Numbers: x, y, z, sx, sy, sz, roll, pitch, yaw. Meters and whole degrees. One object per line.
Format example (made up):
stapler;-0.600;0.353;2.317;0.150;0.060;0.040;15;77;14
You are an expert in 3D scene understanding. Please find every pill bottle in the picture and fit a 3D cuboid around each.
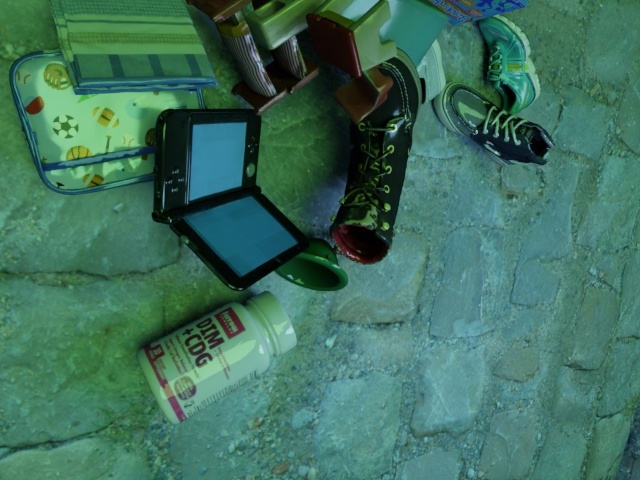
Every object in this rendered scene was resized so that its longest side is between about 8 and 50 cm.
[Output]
pill bottle;-0.201;0.223;0.940;0.283;0.160;0.161;-27;113;-22

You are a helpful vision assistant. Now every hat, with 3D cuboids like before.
hat;0.000;0.000;1.050;0.209;0.172;0.184;66;35;-58

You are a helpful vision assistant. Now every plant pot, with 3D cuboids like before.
plant pot;0.082;-0.422;0.887;0.234;0.166;0.166;1;135;-44

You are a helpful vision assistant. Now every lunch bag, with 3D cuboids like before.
lunch bag;-0.335;-0.206;0.801;0.303;0.115;0.243;-16;110;-24

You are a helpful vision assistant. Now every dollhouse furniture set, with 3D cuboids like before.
dollhouse furniture set;-0.045;-0.291;0.754;0.152;0.374;0.201;-36;139;-9

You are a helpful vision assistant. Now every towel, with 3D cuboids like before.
towel;-0.300;-0.331;0.732;0.209;0.285;0.034;-13;152;-27

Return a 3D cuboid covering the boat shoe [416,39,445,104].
boat shoe;0.222;-0.392;1.055;0.081;0.079;0.227;-50;145;-3

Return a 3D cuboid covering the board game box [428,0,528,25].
board game box;0.324;-0.549;1.032;0.160;0.210;0.047;15;94;-30

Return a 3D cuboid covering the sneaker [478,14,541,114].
sneaker;0.477;-0.451;1.207;0.110;0.107;0.275;-38;115;-2

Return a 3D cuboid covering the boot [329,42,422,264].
boot;0.101;-0.144;0.904;0.138;0.377;0.284;11;65;10

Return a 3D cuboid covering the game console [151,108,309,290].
game console;-0.130;-0.090;0.819;0.293;0.173;0.250;-35;136;-63

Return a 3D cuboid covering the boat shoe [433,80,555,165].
boat shoe;0.451;-0.297;1.187;0.340;0.158;0.127;23;89;-31
